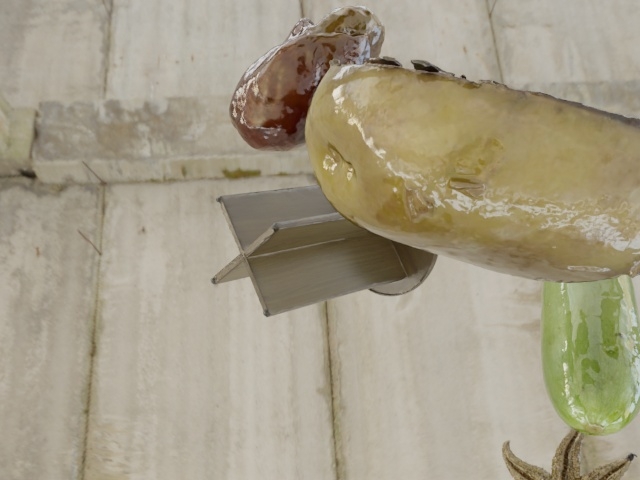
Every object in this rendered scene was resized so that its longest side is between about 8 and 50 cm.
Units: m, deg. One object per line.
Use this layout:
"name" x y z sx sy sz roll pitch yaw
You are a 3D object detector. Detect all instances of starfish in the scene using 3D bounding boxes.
"starfish" 0.389 0.397 1.050 0.240 0.043 0.227 36 -87 36

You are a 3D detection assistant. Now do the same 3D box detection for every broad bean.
"broad bean" -0.018 -0.211 0.854 0.228 0.156 0.122 -46 -116 11

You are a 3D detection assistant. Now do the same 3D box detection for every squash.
"squash" 0.338 0.071 0.839 0.118 0.118 0.371 12 -131 3

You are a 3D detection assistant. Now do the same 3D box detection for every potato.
"potato" 0.073 -0.041 0.384 0.138 0.243 0.098 15 -85 -39

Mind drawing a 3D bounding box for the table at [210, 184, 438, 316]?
"table" 0.000 0.000 0.737 0.226 0.167 0.167 -11 -117 -43
